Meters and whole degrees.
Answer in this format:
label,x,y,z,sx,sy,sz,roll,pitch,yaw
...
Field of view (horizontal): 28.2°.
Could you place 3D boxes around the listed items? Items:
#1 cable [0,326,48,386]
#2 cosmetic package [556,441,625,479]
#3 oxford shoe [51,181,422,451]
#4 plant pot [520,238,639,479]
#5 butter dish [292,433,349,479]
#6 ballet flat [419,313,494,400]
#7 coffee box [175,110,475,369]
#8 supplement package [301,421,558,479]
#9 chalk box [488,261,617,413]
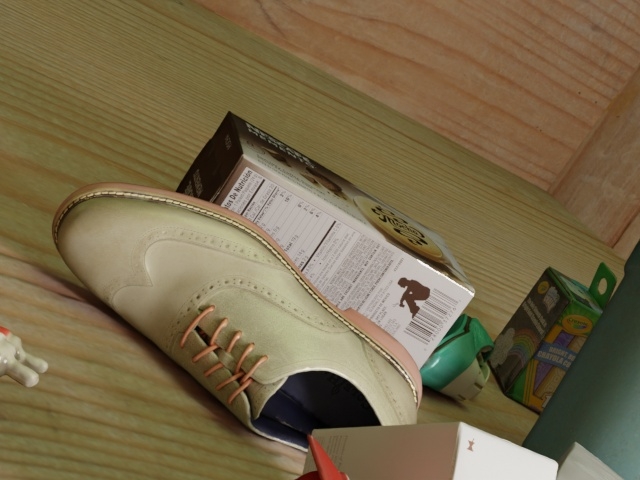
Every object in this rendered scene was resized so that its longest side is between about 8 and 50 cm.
label,x,y,z,sx,sy,sz,roll,pitch,yaw
cable,-0.320,0.032,0.887,0.287,0.072,0.139,34,9,1
cosmetic package,0.222,0.283,1.172,0.107,0.127,0.238,38,16,10
oxford shoe,-0.071,0.081,1.165,0.397,0.140,0.146,30,22,-10
plant pot,0.412,0.183,1.404,0.341,0.334,0.341,37,-2,1
butter dish,-0.015,0.235,0.835,0.160,0.118,0.160,-121,-168,-71
ballet flat,0.177,0.154,1.604,0.087,0.083,0.247,50,18,5
coffee box,0.000,0.000,1.377,0.297,0.119,0.168,30,14,-18
supplement package,0.074,0.204,0.968,0.105,0.105,0.179,26,-24,-31
chalk box,0.353,0.133,1.784,0.132,0.213,0.132,30,15,-15
